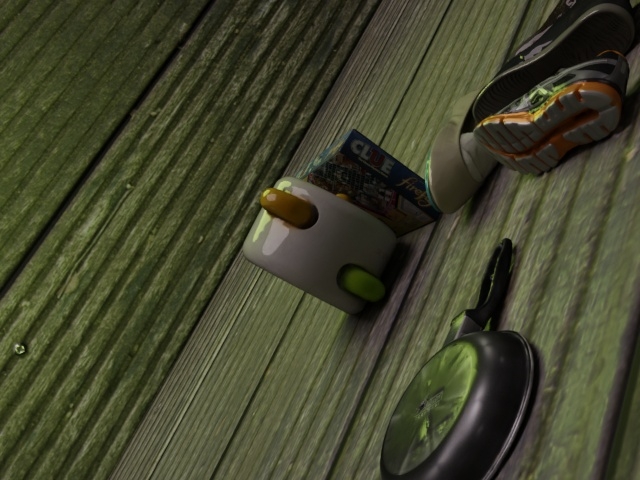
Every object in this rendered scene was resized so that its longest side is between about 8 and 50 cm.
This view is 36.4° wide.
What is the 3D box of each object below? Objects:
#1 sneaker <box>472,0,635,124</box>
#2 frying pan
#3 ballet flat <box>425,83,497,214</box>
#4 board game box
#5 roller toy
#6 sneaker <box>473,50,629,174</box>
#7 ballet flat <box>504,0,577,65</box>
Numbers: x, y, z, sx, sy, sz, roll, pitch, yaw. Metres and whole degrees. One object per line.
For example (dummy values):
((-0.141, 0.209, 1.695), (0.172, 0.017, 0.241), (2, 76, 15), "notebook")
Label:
((0.280, -0.212, 1.145), (0.222, 0.083, 0.118), (-35, 16, 38), "sneaker")
((0.140, 0.105, 0.871), (0.326, 0.053, 0.197), (-63, 13, -21), "frying pan")
((0.195, -0.126, 1.248), (0.086, 0.086, 0.248), (-47, 13, 39), "ballet flat")
((0.060, -0.067, 1.412), (0.042, 0.165, 0.243), (-59, 12, -19), "board game box")
((0.000, 0.000, 1.354), (0.146, 0.209, 0.191), (-62, 7, -3), "roller toy")
((0.247, -0.134, 1.034), (0.215, 0.084, 0.083), (-17, 37, 58), "sneaker")
((0.303, -0.255, 1.218), (0.084, 0.058, 0.250), (31, 92, 40), "ballet flat")
